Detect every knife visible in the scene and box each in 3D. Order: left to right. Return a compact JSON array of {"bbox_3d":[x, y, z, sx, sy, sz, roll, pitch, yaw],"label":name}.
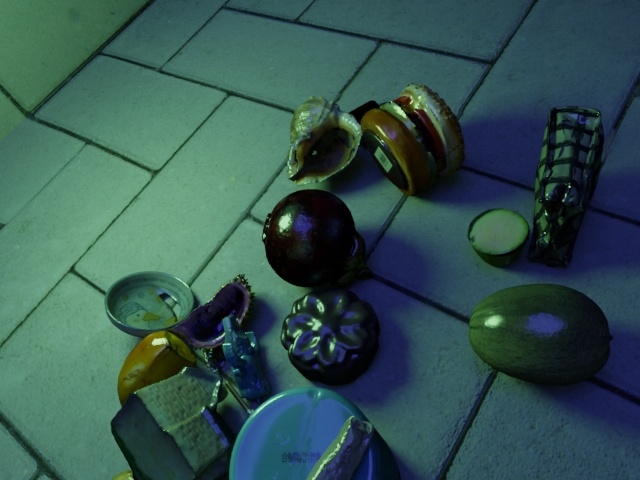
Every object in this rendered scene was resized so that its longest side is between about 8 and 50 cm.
[{"bbox_3d":[-0.188,0.487,1.431,0.022,0.046,0.256,-28,62,-37],"label":"knife"}]

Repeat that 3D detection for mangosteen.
[{"bbox_3d":[0.000,0.000,1.584,0.359,0.306,0.306,12,57,-13],"label":"mangosteen"}]

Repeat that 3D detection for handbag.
[{"bbox_3d":[0.671,-0.142,1.431,0.162,0.325,0.327,12,62,26],"label":"handbag"}]

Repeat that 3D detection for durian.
[{"bbox_3d":[-0.312,0.222,1.609,0.260,0.154,0.186,-37,16,-3],"label":"durian"}]

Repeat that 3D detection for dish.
[{"bbox_3d":[-0.555,0.235,1.685,0.273,0.134,0.273,10,36,-8],"label":"dish"}]

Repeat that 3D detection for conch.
[{"bbox_3d":[0.017,-0.334,1.848,0.297,0.210,0.352,17,85,25],"label":"conch"}]

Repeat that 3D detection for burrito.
[{"bbox_3d":[0.008,0.458,0.984,0.082,0.059,0.275,28,69,22],"label":"burrito"}]

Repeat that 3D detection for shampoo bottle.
[{"bbox_3d":[0.002,0.537,1.180,0.331,0.343,0.331,-8,55,12],"label":"shampoo bottle"}]

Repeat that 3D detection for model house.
[{"bbox_3d":[-0.342,0.506,1.377,0.298,0.243,0.284,50,37,15],"label":"model house"}]

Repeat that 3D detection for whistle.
[{"bbox_3d":[-0.219,0.342,1.488,0.093,0.180,0.269,-20,88,15],"label":"whistle"}]

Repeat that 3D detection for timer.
[{"bbox_3d":[0.185,-0.444,1.947,0.144,0.055,0.187,-29,55,-4],"label":"timer"}]

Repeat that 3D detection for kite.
[{"bbox_3d":[-0.307,0.339,1.609,0.189,0.009,0.232,15,63,24],"label":"kite"}]

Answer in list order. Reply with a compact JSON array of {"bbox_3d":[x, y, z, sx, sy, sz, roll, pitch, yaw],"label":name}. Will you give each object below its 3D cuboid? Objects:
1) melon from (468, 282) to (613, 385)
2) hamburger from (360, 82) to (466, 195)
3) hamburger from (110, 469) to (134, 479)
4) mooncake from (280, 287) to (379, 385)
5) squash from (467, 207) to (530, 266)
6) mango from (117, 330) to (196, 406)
[{"bbox_3d":[0.537,0.228,1.281,0.329,0.248,0.249,1,58,22],"label":"melon"},{"bbox_3d":[0.302,-0.325,1.671,0.250,0.330,0.330,-36,55,-2],"label":"hamburger"},{"bbox_3d":[-0.503,0.696,1.369,0.162,0.115,0.162,-10,54,14],"label":"hamburger"},{"bbox_3d":[0.029,0.264,1.478,0.283,0.141,0.283,-6,56,10],"label":"mooncake"},{"bbox_3d":[0.518,-0.002,1.511,0.170,0.123,0.170,-8,56,13],"label":"squash"},{"bbox_3d":[-0.507,0.400,1.541,0.257,0.187,0.138,-41,22,0],"label":"mango"}]
